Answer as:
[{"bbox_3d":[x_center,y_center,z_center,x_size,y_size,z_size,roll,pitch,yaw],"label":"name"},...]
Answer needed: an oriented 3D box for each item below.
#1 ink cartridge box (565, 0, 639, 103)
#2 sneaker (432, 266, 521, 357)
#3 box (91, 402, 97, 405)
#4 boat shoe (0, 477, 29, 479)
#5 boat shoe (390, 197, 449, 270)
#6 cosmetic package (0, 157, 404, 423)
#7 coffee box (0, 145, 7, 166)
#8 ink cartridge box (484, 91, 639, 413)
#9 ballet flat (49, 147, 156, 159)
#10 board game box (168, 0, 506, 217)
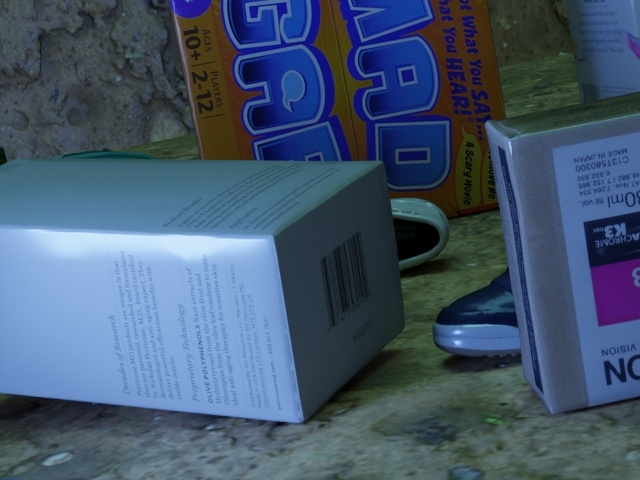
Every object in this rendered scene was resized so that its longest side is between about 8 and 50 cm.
[{"bbox_3d":[0.391,-0.274,1.912,0.119,0.353,0.207,-13,11,-12],"label":"ink cartridge box"},{"bbox_3d":[0.210,-0.008,1.213,0.282,0.153,0.099,-13,10,-11],"label":"sneaker"},{"bbox_3d":[-0.140,0.101,1.340,0.137,0.027,0.094,-14,11,-16],"label":"box"},{"bbox_3d":[-0.224,0.189,0.740,0.306,0.105,0.113,-14,12,23],"label":"boat shoe"},{"bbox_3d":[0.000,0.000,1.563,0.258,0.095,0.084,-11,6,3],"label":"boat shoe"},{"bbox_3d":[-0.141,0.026,1.257,0.365,0.155,0.197,1,20,29],"label":"cosmetic package"},{"bbox_3d":[-0.386,-0.004,1.740,0.113,0.184,0.040,-9,9,8],"label":"coffee box"},{"bbox_3d":[0.243,-0.005,1.048,0.234,0.193,0.088,-12,12,-2],"label":"ink cartridge box"},{"bbox_3d":[-0.375,-0.015,1.980,0.409,0.147,0.147,-17,12,-35],"label":"ballet flat"},{"bbox_3d":[0.010,-0.206,1.940,0.356,0.356,0.356,-11,10,-4],"label":"board game box"}]
